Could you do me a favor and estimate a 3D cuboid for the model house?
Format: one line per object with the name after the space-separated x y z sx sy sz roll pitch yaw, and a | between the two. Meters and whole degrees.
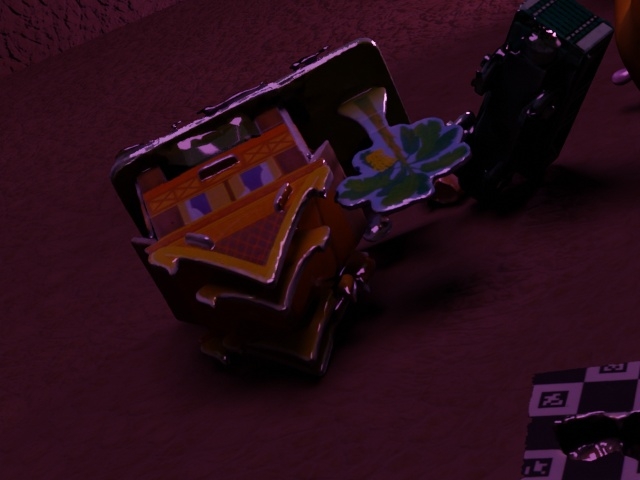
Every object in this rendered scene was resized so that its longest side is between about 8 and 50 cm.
0.000 0.000 1.576 0.357 0.243 0.313 -26 39 -2 | model house

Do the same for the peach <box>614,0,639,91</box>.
0.457 -0.226 1.541 0.307 0.289 0.289 22 23 -6 | peach

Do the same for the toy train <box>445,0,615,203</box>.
0.220 -0.157 1.675 0.115 0.269 0.154 33 54 14 | toy train

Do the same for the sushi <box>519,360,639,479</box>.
0.262 0.158 1.116 0.215 0.051 0.192 -8 27 17 | sushi

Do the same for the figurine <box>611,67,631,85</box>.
0.455 -0.189 1.777 0.260 0.103 0.205 21 81 58 | figurine

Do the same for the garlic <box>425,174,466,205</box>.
0.167 -0.091 1.823 0.084 0.066 0.152 30 51 29 | garlic
